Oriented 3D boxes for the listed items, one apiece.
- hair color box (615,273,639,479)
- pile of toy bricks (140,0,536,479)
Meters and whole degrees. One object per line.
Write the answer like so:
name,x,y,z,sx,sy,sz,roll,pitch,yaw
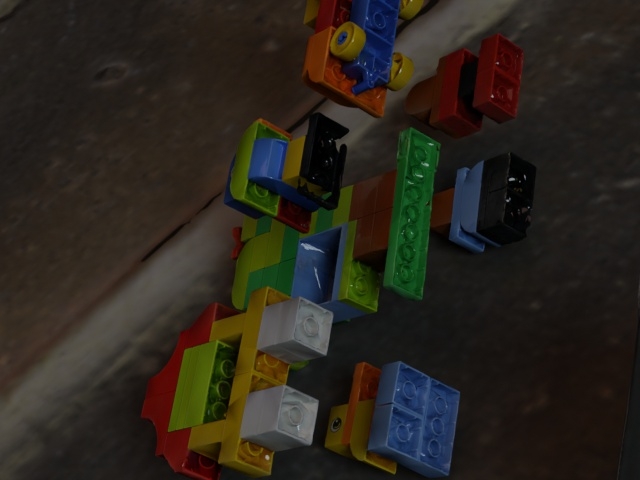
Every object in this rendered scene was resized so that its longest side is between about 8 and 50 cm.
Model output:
hair color box,0.260,0.104,0.374,0.374,0.113,0.185,0,50,21
pile of toy bricks,0.000,0.000,0.605,0.105,0.118,0.212,-18,53,46
